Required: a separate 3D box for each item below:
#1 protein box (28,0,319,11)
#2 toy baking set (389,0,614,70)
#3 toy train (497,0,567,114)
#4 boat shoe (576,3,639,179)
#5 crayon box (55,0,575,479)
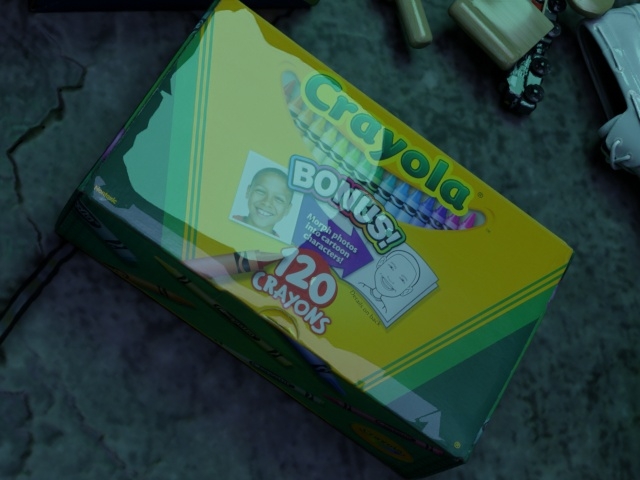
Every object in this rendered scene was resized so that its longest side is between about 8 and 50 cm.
[{"bbox_3d":[-0.088,-0.264,1.000,0.200,0.136,0.201,-4,75,-22],"label":"protein box"},{"bbox_3d":[0.114,-0.240,1.123,0.197,0.030,0.256,-16,77,-21],"label":"toy baking set"},{"bbox_3d":[0.153,-0.161,1.125,0.036,0.027,0.158,19,66,-4],"label":"toy train"},{"bbox_3d":[0.223,-0.078,1.108,0.063,0.066,0.184,-10,79,-10],"label":"boat shoe"},{"bbox_3d":[0.000,0.000,0.979,0.278,0.081,0.165,35,64,-8],"label":"crayon box"}]
